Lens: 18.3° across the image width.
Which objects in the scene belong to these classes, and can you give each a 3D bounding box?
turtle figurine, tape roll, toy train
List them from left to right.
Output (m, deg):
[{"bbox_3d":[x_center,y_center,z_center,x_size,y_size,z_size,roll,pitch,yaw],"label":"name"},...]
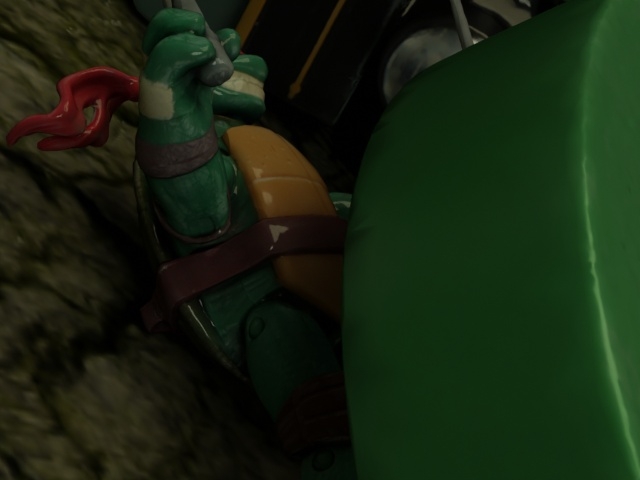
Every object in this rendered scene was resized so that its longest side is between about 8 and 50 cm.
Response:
[{"bbox_3d":[0.000,0.000,0.617,0.175,0.118,0.234,-2,61,-47],"label":"turtle figurine"},{"bbox_3d":[0.039,-0.139,0.889,0.190,0.142,0.334,30,25,-2],"label":"toy train"},{"bbox_3d":[0.130,0.080,0.584,0.321,0.077,0.321,38,41,-41],"label":"tape roll"}]
